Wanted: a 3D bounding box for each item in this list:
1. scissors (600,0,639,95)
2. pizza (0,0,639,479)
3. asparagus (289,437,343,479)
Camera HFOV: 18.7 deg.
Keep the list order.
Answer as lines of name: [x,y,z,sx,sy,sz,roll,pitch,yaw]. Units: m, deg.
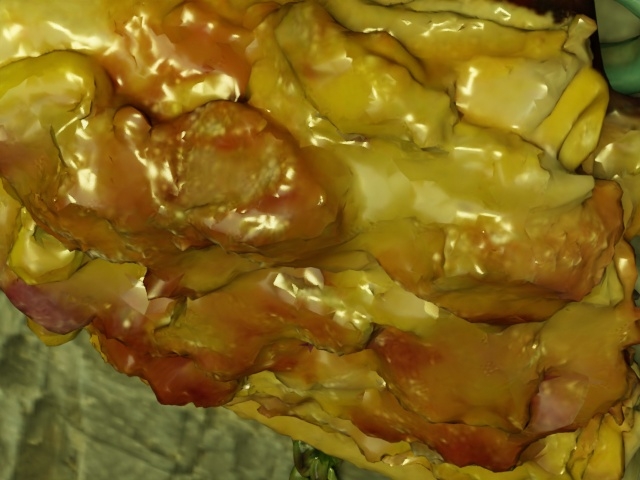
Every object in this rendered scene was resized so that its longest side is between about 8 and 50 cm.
scissors: [-0.008,-0.071,0.726,0.289,0.041,0.138,13,142,13]
pizza: [0.000,0.000,0.687,0.277,0.114,0.409,-13,142,43]
asparagus: [-0.014,0.050,0.853,0.034,0.027,0.236,-8,130,6]
